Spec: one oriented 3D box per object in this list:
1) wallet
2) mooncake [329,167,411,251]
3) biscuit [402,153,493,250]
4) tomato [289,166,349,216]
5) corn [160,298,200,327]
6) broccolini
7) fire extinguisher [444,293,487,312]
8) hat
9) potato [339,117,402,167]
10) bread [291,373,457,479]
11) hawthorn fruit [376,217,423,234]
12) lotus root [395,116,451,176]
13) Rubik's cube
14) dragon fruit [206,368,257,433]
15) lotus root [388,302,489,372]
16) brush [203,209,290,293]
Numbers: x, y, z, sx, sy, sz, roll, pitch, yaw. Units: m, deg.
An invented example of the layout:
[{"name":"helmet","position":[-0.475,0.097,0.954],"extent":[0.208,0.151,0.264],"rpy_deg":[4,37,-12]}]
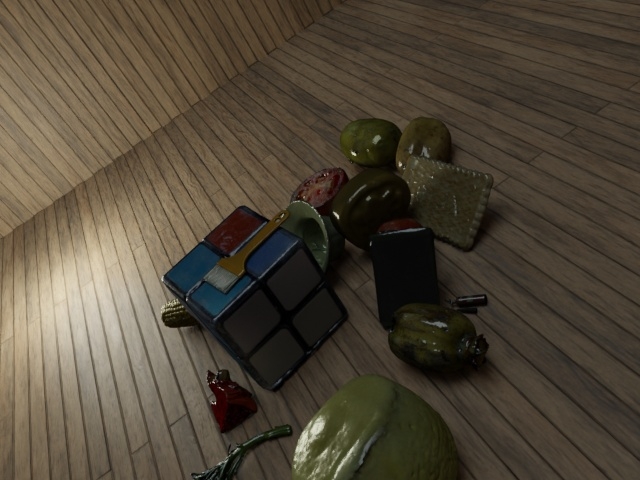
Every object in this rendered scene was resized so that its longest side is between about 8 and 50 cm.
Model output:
[{"name":"wallet","position":[0.212,0.093,1.611],"extent":[0.168,0.246,0.052],"rpy_deg":[-5,0,27]},{"name":"mooncake","position":[0.141,-0.081,1.811],"extent":[0.234,0.235,0.117],"rpy_deg":[-38,36,-7]},{"name":"biscuit","position":[0.335,-0.114,1.807],"extent":[0.324,0.044,0.217],"rpy_deg":[25,100,51]},{"name":"tomato","position":[0.004,-0.145,2.144],"extent":[0.224,0.085,0.225],"rpy_deg":[-24,36,19]},{"name":"corn","position":[-0.351,0.203,1.981],"extent":[0.317,0.115,0.115],"rpy_deg":[-18,38,24]},{"name":"broccolini","position":[-0.178,0.525,1.511],"extent":[0.271,0.062,0.123],"rpy_deg":[-32,45,-4]},{"name":"fire extinguisher","position":[0.354,0.157,1.565],"extent":[0.100,0.032,0.046],"rpy_deg":[-11,75,28]},{"name":"hat","position":[0.000,0.000,1.911],"extent":[0.130,0.258,0.257],"rpy_deg":[-9,21,-34]},{"name":"potato","position":[0.174,-0.328,2.177],"extent":[0.228,0.149,0.197],"rpy_deg":[0,33,36]},{"name":"bread","position":[0.106,0.433,1.253],"extent":[0.320,0.237,0.321],"rpy_deg":[-32,21,14]},{"name":"hawthorn fruit","position":[0.218,0.036,1.715],"extent":[0.156,0.157,0.194],"rpy_deg":[-18,52,20]},{"name":"lotus root","position":[0.328,-0.294,2.021],"extent":[0.146,0.160,0.284],"rpy_deg":[-54,8,46]},{"name":"Rubik's cube","position":[-0.173,0.147,1.718],"extent":[0.316,0.313,0.318],"rpy_deg":[-45,40,-16]},{"name":"dragon fruit","position":[-0.241,0.412,1.699],"extent":[0.092,0.123,0.192],"rpy_deg":[-3,18,-30]},{"name":"lotus root","position":[0.274,0.224,1.446],"extent":[0.278,0.154,0.154],"rpy_deg":[8,52,44]},{"name":"brush","position":[-0.171,0.017,1.599],"extent":[0.272,0.013,0.103],"rpy_deg":[-46,42,-19]}]
